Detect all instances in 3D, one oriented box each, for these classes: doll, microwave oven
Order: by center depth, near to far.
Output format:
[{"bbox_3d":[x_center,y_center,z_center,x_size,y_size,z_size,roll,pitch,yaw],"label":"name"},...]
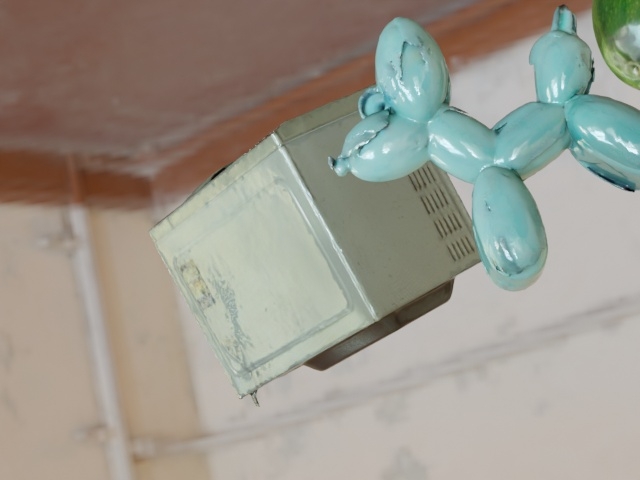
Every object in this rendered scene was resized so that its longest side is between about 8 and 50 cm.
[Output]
[{"bbox_3d":[0.089,-0.056,1.001,0.159,0.158,0.059,-33,166,-4],"label":"doll"},{"bbox_3d":[0.000,0.000,1.303,0.129,0.163,0.205,-28,178,-35],"label":"microwave oven"}]

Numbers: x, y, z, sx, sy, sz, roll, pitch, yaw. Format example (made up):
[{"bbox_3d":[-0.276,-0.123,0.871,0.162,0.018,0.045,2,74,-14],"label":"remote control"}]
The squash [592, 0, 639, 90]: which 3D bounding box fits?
[{"bbox_3d":[0.205,-0.170,0.831,0.292,0.082,0.082,-51,-177,-25],"label":"squash"}]
